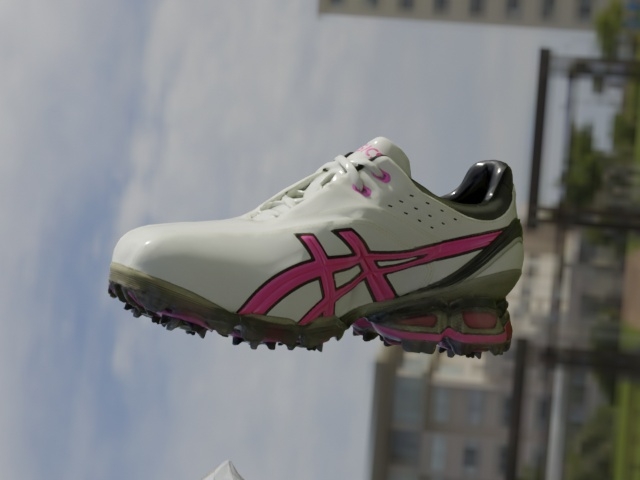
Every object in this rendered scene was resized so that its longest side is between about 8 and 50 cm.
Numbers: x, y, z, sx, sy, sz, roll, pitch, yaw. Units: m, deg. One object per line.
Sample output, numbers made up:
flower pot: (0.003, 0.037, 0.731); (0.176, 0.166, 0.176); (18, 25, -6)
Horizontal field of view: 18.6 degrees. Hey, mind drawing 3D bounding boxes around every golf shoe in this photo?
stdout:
golf shoe: (0.000, 0.000, 0.761); (0.186, 0.067, 0.086); (2, -83, -37)

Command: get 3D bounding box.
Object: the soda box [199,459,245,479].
soda box: (0.016, 0.165, 0.516); (0.216, 0.074, 0.069); (51, 179, -8)
